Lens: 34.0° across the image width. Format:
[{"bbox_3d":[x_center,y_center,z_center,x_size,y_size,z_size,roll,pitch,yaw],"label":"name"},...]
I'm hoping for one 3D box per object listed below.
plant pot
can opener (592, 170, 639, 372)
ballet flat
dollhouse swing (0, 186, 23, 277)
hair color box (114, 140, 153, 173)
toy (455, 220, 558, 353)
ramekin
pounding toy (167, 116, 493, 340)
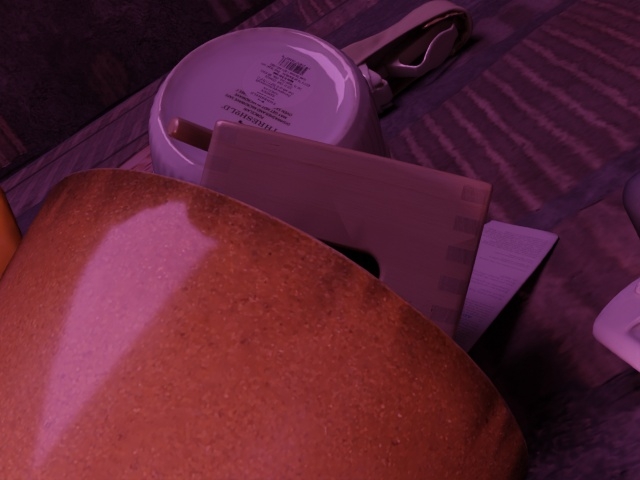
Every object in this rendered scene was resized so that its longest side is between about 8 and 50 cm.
[{"bbox_3d":[-0.081,0.142,0.403,0.237,0.237,0.254,-8,42,53],"label":"plant pot"},{"bbox_3d":[0.180,0.048,0.381,0.074,0.093,0.280,-34,23,-2],"label":"can opener"},{"bbox_3d":[0.072,-0.190,1.170,0.248,0.086,0.086,-38,19,-14],"label":"ballet flat"},{"bbox_3d":[-0.314,0.091,0.527,0.315,0.305,0.347,25,65,25],"label":"dollhouse swing"},{"bbox_3d":[-0.132,-0.048,1.110,0.174,0.105,0.347,-42,19,-23],"label":"hair color box"},{"bbox_3d":[0.036,0.048,0.629,0.137,0.056,0.237,16,37,27],"label":"toy"},{"bbox_3d":[-0.046,-0.082,0.873,0.207,0.109,0.207,-3,54,4],"label":"ramekin"},{"bbox_3d":[-0.008,-0.002,0.561,0.206,0.181,0.094,-1,-75,-81],"label":"pounding toy"}]
